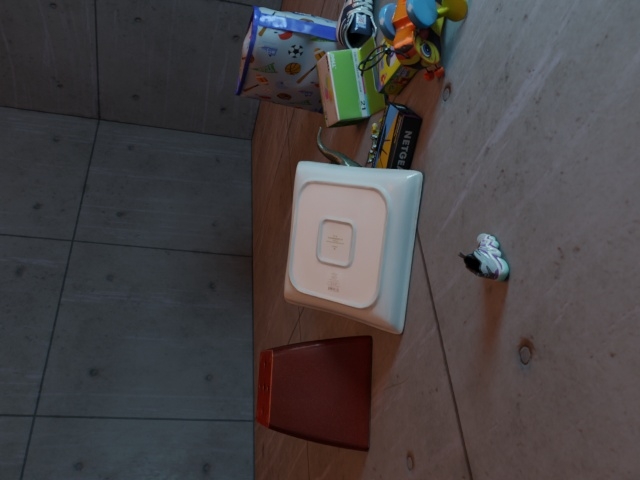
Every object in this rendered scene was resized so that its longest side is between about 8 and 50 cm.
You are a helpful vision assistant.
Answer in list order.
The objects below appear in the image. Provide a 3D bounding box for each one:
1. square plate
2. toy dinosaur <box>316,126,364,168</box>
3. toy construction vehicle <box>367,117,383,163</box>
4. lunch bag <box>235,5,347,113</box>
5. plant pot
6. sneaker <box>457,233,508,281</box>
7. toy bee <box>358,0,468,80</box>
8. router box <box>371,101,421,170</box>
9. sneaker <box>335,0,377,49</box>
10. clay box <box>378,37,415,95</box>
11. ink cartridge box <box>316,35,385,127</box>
[{"bbox_3d":[0.049,0.004,1.349,0.347,0.049,0.344,11,97,40],"label":"square plate"},{"bbox_3d":[0.084,-0.125,1.439,0.160,0.121,0.314,-141,36,-74],"label":"toy dinosaur"},{"bbox_3d":[0.142,-0.244,1.508,0.086,0.035,0.098,120,157,-83],"label":"toy construction vehicle"},{"bbox_3d":[-0.083,-0.597,1.942,0.385,0.327,0.239,146,130,-74],"label":"lunch bag"},{"bbox_3d":[-0.028,0.368,1.520,0.267,0.235,0.267,145,130,-71],"label":"plant pot"},{"bbox_3d":[0.239,0.021,0.927,0.098,0.069,0.038,-104,24,-53],"label":"sneaker"},{"bbox_3d":[0.184,-0.397,1.186,0.298,0.162,0.195,-54,31,-4],"label":"toy bee"},{"bbox_3d":[0.164,-0.207,1.362,0.133,0.046,0.179,-113,32,-63],"label":"router box"},{"bbox_3d":[0.109,-0.650,1.650,0.153,0.099,0.282,-104,21,-56],"label":"sneaker"},{"bbox_3d":[0.187,-0.429,1.345,0.222,0.053,0.127,135,138,-70],"label":"clay box"},{"bbox_3d":[0.075,-0.414,1.614,0.255,0.097,0.189,-172,72,-77],"label":"ink cartridge box"}]
